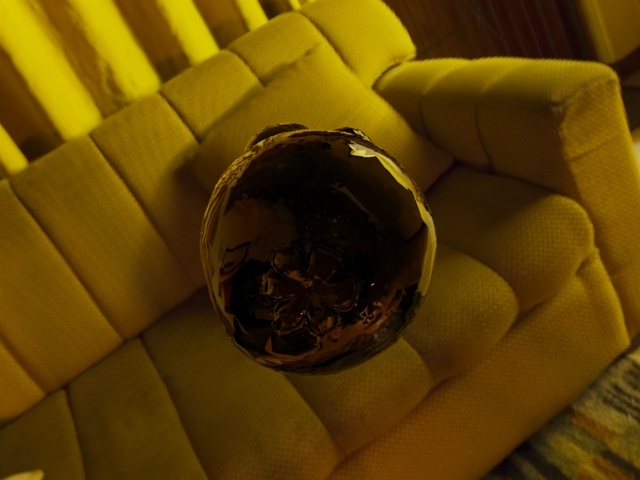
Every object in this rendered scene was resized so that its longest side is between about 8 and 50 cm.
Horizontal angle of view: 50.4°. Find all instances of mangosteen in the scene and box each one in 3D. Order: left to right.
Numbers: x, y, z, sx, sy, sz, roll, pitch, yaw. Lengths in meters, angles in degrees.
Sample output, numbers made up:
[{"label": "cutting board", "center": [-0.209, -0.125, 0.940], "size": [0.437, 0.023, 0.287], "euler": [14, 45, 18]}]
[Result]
[{"label": "mangosteen", "center": [0.000, 0.000, 0.626], "size": [0.243, 0.243, 0.243], "euler": [-24, 25, 12]}]
